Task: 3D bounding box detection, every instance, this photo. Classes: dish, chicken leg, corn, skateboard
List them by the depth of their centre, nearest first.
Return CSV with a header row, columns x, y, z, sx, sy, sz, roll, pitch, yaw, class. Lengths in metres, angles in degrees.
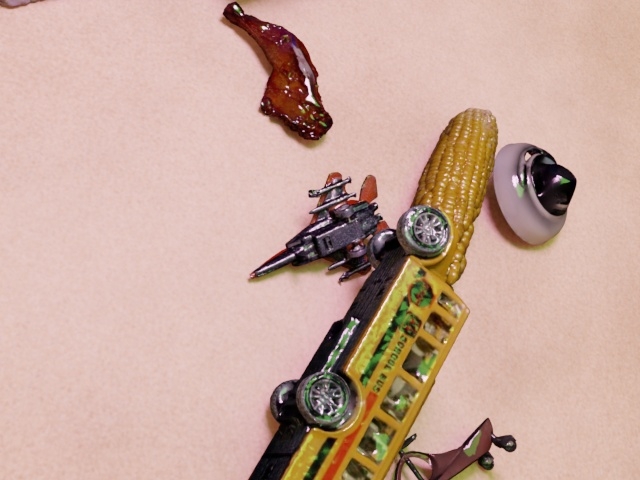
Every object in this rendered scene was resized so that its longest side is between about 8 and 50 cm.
x,y,z,sx,sy,sz,roll,pitch,yaw,class
0.132,0.236,1.029,0.151,0.067,0.080,-27,70,-32,skateboard
0.155,-0.043,1.167,0.097,0.097,0.320,32,52,-10,corn
-0.047,-0.213,1.179,0.093,0.053,0.205,-17,69,-19,chicken leg
0.298,-0.072,1.243,0.141,0.078,0.141,19,61,-40,dish

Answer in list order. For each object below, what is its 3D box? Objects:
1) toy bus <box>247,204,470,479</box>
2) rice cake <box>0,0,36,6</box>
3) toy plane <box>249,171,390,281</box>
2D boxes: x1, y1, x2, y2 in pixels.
x,y,z,sx,sy,sz,roll,pitch,yaw,class
0.051,0.123,0.960,0.123,0.121,0.335,35,68,-8,toy bus
-0.238,-0.344,1.139,0.365,0.056,0.072,-21,78,-35,rice cake
0.002,0.000,1.080,0.189,0.061,0.130,-31,112,-33,toy plane
